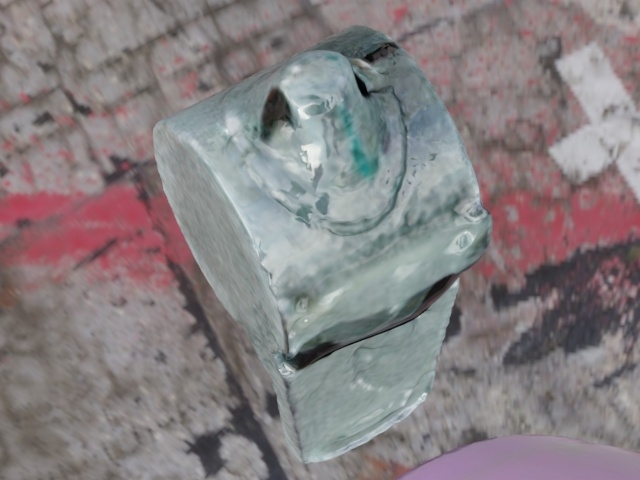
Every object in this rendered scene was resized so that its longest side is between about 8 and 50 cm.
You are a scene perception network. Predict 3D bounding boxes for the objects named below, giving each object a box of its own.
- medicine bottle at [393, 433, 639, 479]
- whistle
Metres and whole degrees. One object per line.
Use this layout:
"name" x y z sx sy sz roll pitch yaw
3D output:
"medicine bottle" 0.125 0.142 0.242 0.291 0.178 0.178 8 70 46
"whistle" 0.017 0.023 1.144 0.168 0.404 0.188 -29 33 -16
